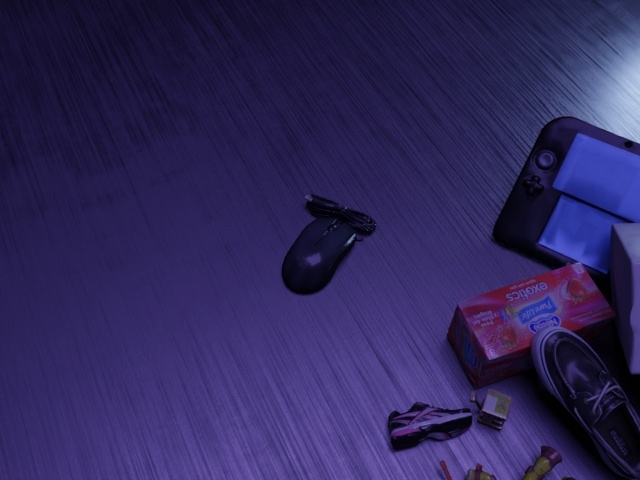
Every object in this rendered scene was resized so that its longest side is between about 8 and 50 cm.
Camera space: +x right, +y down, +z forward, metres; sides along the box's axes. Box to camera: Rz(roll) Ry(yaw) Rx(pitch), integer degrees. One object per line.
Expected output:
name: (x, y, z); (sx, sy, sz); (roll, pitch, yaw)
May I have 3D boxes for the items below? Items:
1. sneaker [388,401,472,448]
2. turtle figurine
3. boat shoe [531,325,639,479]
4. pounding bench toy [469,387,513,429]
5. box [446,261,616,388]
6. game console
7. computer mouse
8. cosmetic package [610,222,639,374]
sneaker: (0.219, 0.355, 1.457); (0.178, 0.072, 0.077); (-7, 44, -12)
turtle figurine: (0.371, 0.478, 1.357); (0.217, 0.087, 0.269); (-30, 60, -20)
boat shoe: (0.536, 0.305, 1.380); (0.121, 0.119, 0.335); (-36, 89, -8)
pounding bench toy: (0.339, 0.338, 1.469); (0.083, 0.065, 0.052); (19, 58, 13)
box: (0.438, 0.180, 1.531); (0.299, 0.154, 0.142); (-16, 58, -13)
game console: (0.645, -0.080, 1.684); (0.386, 0.060, 0.342); (27, 87, 18)
computer mouse: (0.000, 0.000, 1.702); (0.188, 0.072, 0.272); (23, 58, 14)
cosmetic package: (0.666, 0.098, 1.423); (0.156, 0.218, 0.385); (-1, 13, 16)
